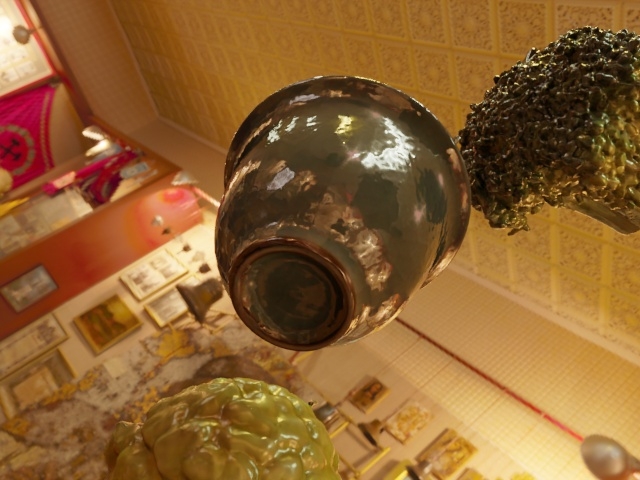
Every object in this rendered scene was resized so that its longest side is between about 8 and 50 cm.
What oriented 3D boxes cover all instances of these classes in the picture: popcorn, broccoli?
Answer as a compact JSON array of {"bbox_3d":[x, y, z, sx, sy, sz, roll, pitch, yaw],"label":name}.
[{"bbox_3d":[-0.079,0.236,0.513,0.206,0.236,0.251,37,-3,-30],"label":"popcorn"},{"bbox_3d":[0.295,-0.109,0.666,0.243,0.263,0.247,36,22,-17],"label":"broccoli"}]

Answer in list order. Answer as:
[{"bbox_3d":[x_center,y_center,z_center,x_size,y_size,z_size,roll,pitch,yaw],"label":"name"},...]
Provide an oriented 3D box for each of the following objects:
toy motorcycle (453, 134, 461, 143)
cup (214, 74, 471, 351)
[{"bbox_3d":[0.154,-0.113,1.132,0.124,0.187,0.275,51,-22,-3],"label":"toy motorcycle"},{"bbox_3d":[0.000,0.000,0.416,0.199,0.150,0.198,7,-61,13],"label":"cup"}]
